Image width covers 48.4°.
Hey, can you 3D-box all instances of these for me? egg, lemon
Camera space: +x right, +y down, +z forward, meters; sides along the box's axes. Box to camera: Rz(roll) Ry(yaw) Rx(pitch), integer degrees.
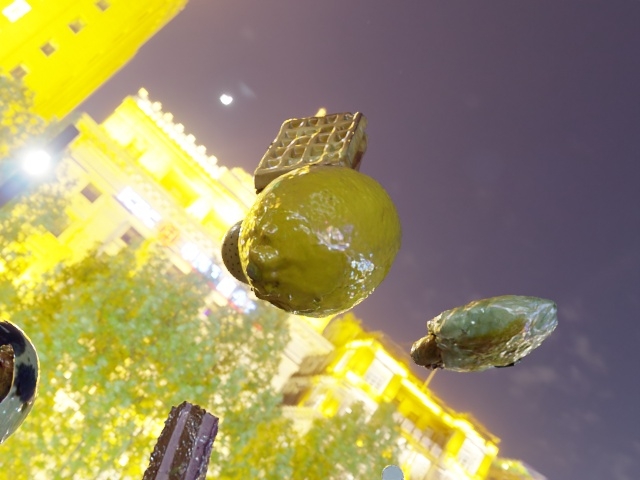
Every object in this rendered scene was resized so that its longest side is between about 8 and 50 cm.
[{"bbox_3d":[-0.719,0.289,1.369,0.379,0.288,0.288,-29,-65,24],"label":"egg"},{"bbox_3d":[0.000,0.000,0.966,0.204,0.260,0.204,22,-56,38],"label":"lemon"}]

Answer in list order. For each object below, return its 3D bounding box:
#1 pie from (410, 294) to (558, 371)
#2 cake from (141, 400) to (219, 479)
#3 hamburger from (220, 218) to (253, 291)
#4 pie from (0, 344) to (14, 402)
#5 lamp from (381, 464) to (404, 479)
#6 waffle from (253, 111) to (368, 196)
[{"bbox_3d":[0.325,0.179,1.369,0.257,0.106,0.274,2,-30,-10],"label":"pie"},{"bbox_3d":[-0.286,0.474,1.421,0.115,0.296,0.113,14,-11,17],"label":"cake"},{"bbox_3d":[-0.130,0.022,1.494,0.175,0.175,0.137,27,4,22],"label":"hamburger"},{"bbox_3d":[-0.474,0.206,0.939,0.088,0.191,0.033,38,-43,19],"label":"pie"},{"bbox_3d":[0.123,0.579,1.535,0.050,0.198,0.056,27,-14,5],"label":"lamp"},{"bbox_3d":[-0.014,-0.190,1.612,0.224,0.328,0.098,-7,-62,16],"label":"waffle"}]
